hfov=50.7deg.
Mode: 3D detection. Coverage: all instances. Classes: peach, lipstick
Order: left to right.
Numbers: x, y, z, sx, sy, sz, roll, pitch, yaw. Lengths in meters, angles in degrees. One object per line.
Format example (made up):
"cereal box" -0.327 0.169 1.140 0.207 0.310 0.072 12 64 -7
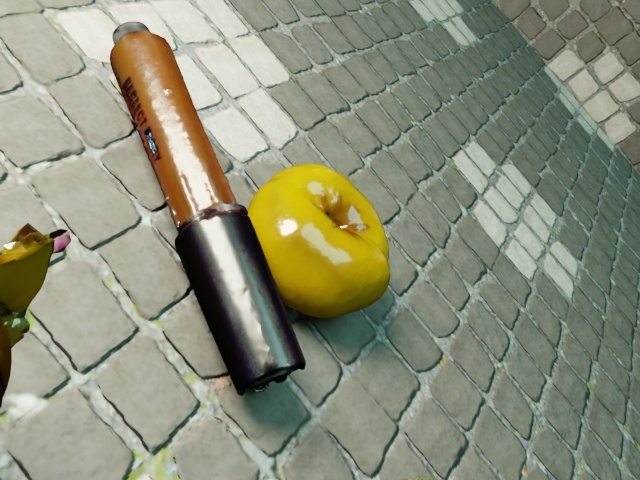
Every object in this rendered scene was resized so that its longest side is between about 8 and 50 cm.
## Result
"lipstick" -0.123 -0.051 0.660 0.077 0.077 0.418 0 56 -48
"peach" 0.000 0.000 0.724 0.179 0.103 0.179 25 42 -25

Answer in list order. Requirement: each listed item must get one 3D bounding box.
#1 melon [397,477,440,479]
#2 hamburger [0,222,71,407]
"melon" 0.091 0.270 0.542 0.192 0.139 0.139 53 35 0
"hamburger" -0.250 0.047 0.294 0.262 0.243 0.138 3 46 -56
